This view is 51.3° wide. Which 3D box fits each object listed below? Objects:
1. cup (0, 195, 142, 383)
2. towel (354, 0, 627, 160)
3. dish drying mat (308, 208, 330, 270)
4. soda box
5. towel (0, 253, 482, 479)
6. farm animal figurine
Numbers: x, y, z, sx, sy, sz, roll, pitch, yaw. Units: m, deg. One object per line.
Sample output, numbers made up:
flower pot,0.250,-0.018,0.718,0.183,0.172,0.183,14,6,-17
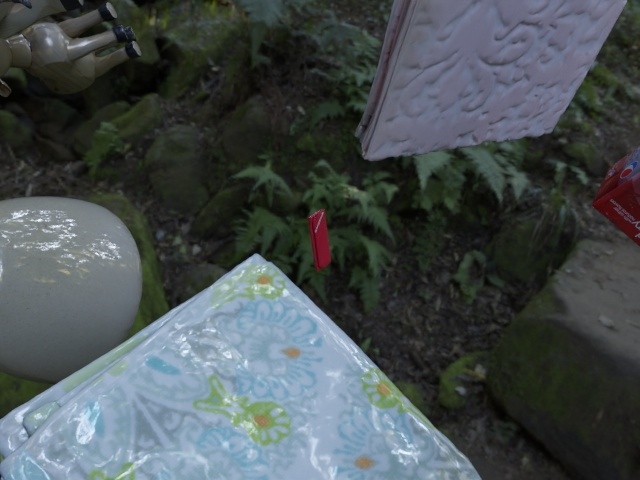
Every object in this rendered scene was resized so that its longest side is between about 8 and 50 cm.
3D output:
cup,-0.497,0.065,1.084,0.331,0.330,0.237,23,-4,21
towel,0.214,-0.246,0.778,0.332,0.316,0.053,-11,49,-29
dish drying mat,0.000,0.000,0.910,0.008,0.083,0.032,14,36,36
soda box,0.454,-0.001,0.778,0.263,0.092,0.083,41,54,-1
towel,-0.036,0.212,0.572,0.374,0.090,0.321,46,47,8
farm animal figurine,-0.308,-0.248,0.595,0.172,0.330,0.326,-23,35,-1
